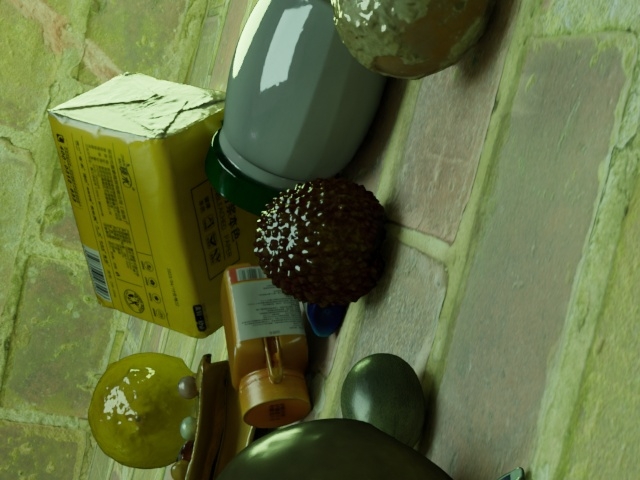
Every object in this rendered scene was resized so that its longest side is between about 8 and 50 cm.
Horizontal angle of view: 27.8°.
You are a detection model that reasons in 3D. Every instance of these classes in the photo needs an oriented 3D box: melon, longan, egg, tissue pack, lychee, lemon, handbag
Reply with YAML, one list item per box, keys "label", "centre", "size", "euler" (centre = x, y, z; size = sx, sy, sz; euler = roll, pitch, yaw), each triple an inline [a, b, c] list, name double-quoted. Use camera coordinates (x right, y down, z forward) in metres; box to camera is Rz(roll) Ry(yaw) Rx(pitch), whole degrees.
- label: "melon"
  centre: [0.071, 0.188, 1.463]
  size: [0.098, 0.098, 0.131]
  euler: [121, 157, -45]
- label: "longan"
  centre: [0.009, 0.320, 1.260]
  size: [0.297, 0.297, 0.297]
  euler: [-166, 90, -74]
- label: "egg"
  centre: [0.115, -0.311, 1.559]
  size: [0.245, 0.203, 0.203]
  euler: [-69, 13, -18]
- label: "tissue pack"
  centre: [-0.266, -0.066, 2.190]
  size: [0.293, 0.228, 0.382]
  euler: [16, 128, 37]
- label: "lychee"
  centre: [0.000, 0.000, 1.729]
  size: [0.188, 0.188, 0.188]
  euler: [-166, 90, -74]
- label: "lemon"
  centre: [-0.333, 0.328, 2.491]
  size: [0.288, 0.233, 0.234]
  euler: [152, 131, -84]
- label: "handbag"
  centre: [-0.194, 0.387, 2.124]
  size: [0.283, 0.133, 0.401]
  euler: [152, 129, -86]

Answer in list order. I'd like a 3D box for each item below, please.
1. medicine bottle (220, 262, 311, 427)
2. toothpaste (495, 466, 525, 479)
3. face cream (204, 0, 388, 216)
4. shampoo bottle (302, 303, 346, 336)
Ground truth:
- label: "medicine bottle"
  centre: [-0.080, 0.156, 1.916]
  size: [0.149, 0.112, 0.222]
  euler: [99, 163, -58]
- label: "toothpaste"
  centre: [0.167, 0.300, 1.157]
  size: [0.057, 0.034, 0.197]
  euler: [-44, 32, 46]
- label: "face cream"
  centre: [-0.028, -0.226, 1.923]
  size: [0.312, 0.219, 0.357]
  euler: [-99, 27, -53]
- label: "shampoo bottle"
  centre: [-0.004, 0.066, 1.901]
  size: [0.183, 0.050, 0.087]
  euler: [-115, 34, -65]
